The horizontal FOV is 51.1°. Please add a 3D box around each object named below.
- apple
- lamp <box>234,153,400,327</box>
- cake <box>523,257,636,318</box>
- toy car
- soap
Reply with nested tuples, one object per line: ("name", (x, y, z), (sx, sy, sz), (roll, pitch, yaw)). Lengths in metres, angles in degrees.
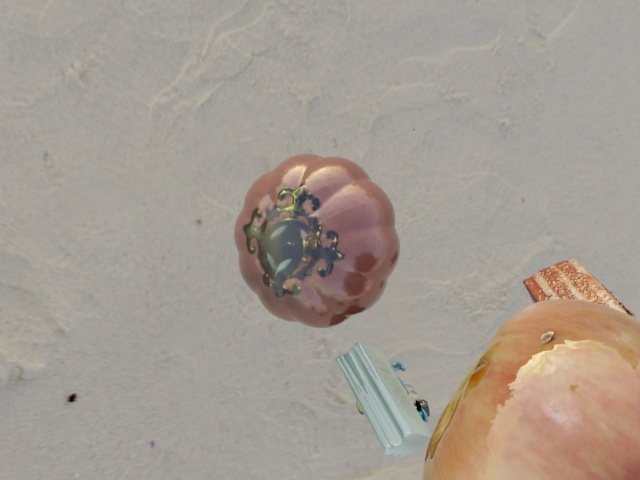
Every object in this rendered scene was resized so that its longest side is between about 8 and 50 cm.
("apple", (0.316, 0.284, 0.834), (0.346, 0.391, 0.391), (35, 73, 14))
("lamp", (0.000, 0.000, 1.184), (0.305, 0.239, 0.306), (0, 91, 29))
("cake", (0.596, 0.176, 1.524), (0.158, 0.262, 0.160), (-28, 120, 7))
("toy car", (0.148, 0.312, 1.358), (0.126, 0.161, 0.098), (-7, 95, -16))
("soap", (0.116, 0.291, 1.225), (0.066, 0.119, 0.198), (-39, 56, 13))
